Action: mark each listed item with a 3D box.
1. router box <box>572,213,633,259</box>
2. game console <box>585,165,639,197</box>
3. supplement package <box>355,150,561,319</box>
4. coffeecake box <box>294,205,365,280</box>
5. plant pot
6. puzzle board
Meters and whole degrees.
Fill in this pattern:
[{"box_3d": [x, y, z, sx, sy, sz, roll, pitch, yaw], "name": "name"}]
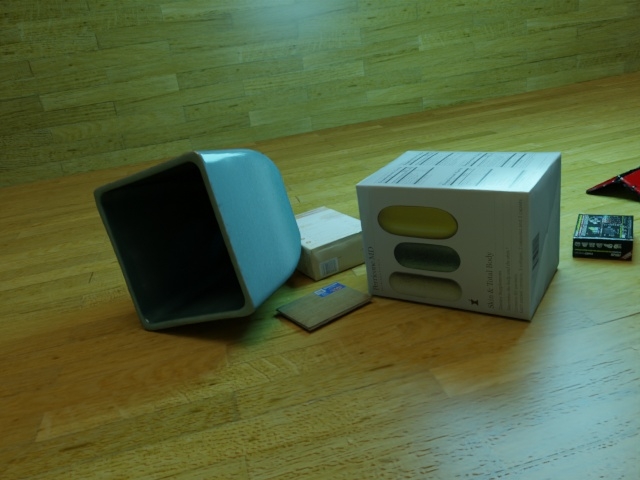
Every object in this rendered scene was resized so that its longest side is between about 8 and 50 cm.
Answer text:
[{"box_3d": [0.497, -0.009, 0.995, 0.092, 0.038, 0.122, 4, 24, 28], "name": "router box"}, {"box_3d": [0.681, -0.115, 1.231, 0.144, 0.085, 0.124, -22, 56, -29], "name": "game console"}, {"box_3d": [0.226, -0.022, 0.908, 0.263, 0.199, 0.198, 6, 26, 33], "name": "supplement package"}, {"box_3d": [0.000, 0.000, 1.114, 0.142, 0.068, 0.185, -20, 24, -25], "name": "coffeecake box"}, {"box_3d": [-0.170, -0.022, 0.958, 0.247, 0.247, 0.252, -13, 10, 33], "name": "plant pot"}, {"box_3d": [0.006, 0.106, 0.925, 0.128, 0.011, 0.096, -21, 24, -31], "name": "puzzle board"}]
